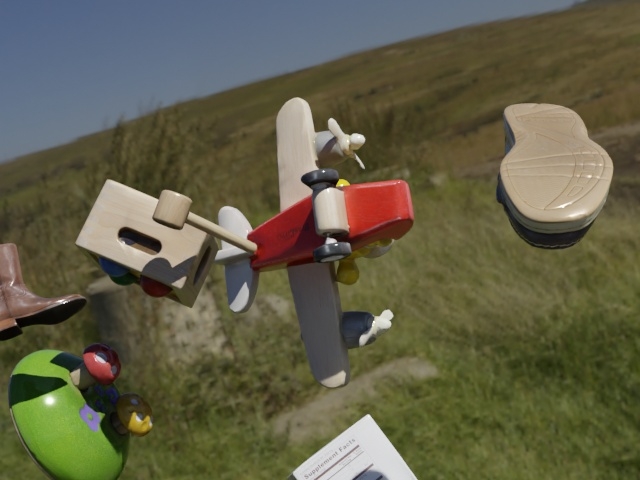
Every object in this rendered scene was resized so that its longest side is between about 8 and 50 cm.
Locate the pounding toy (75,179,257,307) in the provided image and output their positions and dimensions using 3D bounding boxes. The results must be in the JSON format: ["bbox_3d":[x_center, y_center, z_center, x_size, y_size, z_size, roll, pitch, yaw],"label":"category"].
[{"bbox_3d":[-0.169,0.013,1.091,0.181,0.094,0.206,23,-13,4],"label":"pounding toy"}]

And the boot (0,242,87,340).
[{"bbox_3d":[-0.319,0.042,1.078,0.106,0.114,0.037,-18,-31,-16],"label":"boot"}]

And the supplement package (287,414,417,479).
[{"bbox_3d":[0.080,0.382,1.369,0.133,0.244,0.139,-35,-11,-14],"label":"supplement package"}]

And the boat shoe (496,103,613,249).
[{"bbox_3d":[0.219,-0.053,0.962,0.102,0.092,0.285,-1,26,6],"label":"boat shoe"}]

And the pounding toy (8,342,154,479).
[{"bbox_3d":[-0.252,0.209,1.143,0.110,0.237,0.183,-33,-40,15],"label":"pounding toy"}]

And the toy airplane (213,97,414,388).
[{"bbox_3d":[0.000,0.000,1.696,0.272,0.386,0.384,0,30,-38],"label":"toy airplane"}]
